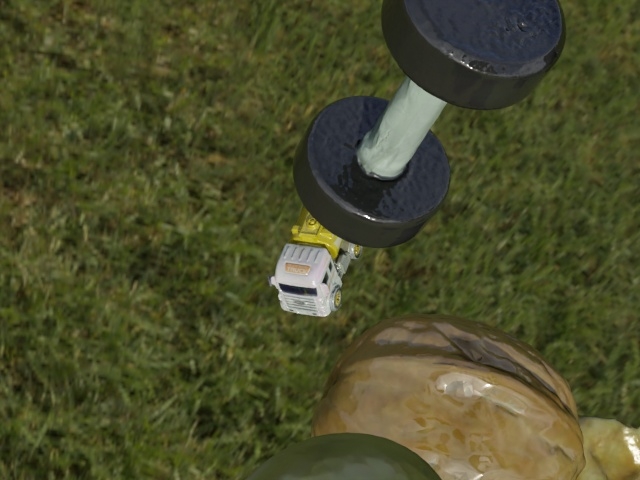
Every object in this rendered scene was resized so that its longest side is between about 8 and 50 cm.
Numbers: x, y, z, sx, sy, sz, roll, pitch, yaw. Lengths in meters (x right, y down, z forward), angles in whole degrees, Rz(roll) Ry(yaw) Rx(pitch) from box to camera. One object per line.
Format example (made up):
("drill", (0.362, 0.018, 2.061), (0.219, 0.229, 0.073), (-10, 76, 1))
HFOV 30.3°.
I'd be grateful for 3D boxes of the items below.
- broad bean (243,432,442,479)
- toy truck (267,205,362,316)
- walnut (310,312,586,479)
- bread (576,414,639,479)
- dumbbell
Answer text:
("broad bean", (0.011, 0.197, 0.550), (0.189, 0.121, 0.263), (55, 41, -5))
("toy truck", (0.000, 0.000, 1.833), (0.098, 0.114, 0.227), (7, 54, 22))
("walnut", (0.123, 0.180, 1.119), (0.261, 0.225, 0.225), (12, 60, 3))
("bread", (0.272, 0.322, 1.349), (0.196, 0.238, 0.252), (26, 79, -39))
("dumbbell", (0.058, -0.081, 0.693), (0.100, 0.191, 0.100), (10, 58, -17))
